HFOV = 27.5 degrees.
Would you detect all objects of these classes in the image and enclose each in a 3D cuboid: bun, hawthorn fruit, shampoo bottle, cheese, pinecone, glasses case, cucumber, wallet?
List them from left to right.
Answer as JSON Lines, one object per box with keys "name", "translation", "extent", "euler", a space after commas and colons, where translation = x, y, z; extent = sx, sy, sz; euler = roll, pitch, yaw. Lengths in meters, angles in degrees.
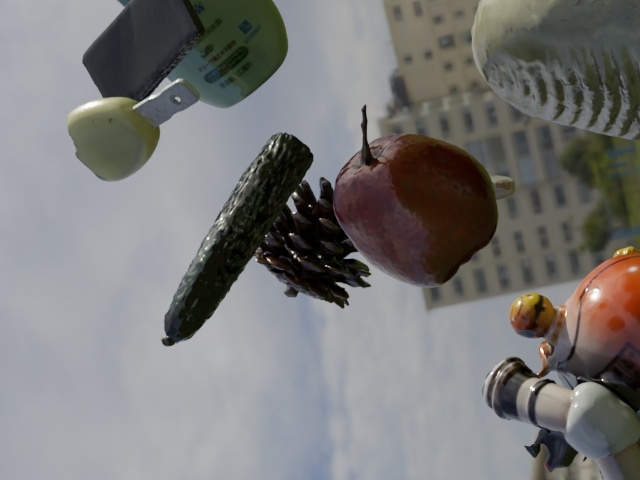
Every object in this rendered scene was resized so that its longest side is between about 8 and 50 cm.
{"name": "cheese", "translation": [-0.257, -0.166, 1.815], "extent": [0.127, 0.255, 0.050], "euler": [43, -133, -21]}
{"name": "wallet", "translation": [-0.262, -0.288, 1.921], "extent": [0.025, 0.244, 0.124], "euler": [-22, -103, -47]}
{"name": "shampoo bottle", "translation": [-0.223, -0.387, 2.136], "extent": [0.349, 0.222, 0.151], "euler": [43, -155, -27]}
{"name": "cucumber", "translation": [-0.103, 0.001, 1.539], "extent": [0.293, 0.067, 0.067], "euler": [-59, -32, -21]}
{"name": "pinecone", "translation": [0.000, 0.000, 1.960], "extent": [0.208, 0.208, 0.207], "euler": [-12, -90, -77]}
{"name": "hawthorn fruit", "translation": [0.079, -0.049, 1.338], "extent": [0.203, 0.162, 0.162], "euler": [38, -150, -21]}
{"name": "glasses case", "translation": [0.205, -0.073, 1.931], "extent": [0.063, 0.164, 0.041], "euler": [-66, -31, -76]}
{"name": "bun", "translation": [0.324, -0.232, 1.292], "extent": [0.326, 0.362, 0.234], "euler": [14, -105, -50]}

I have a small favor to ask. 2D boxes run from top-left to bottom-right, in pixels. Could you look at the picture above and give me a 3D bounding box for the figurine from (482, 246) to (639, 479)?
{"name": "figurine", "translation": [0.386, 0.148, 1.604], "extent": [0.323, 0.320, 0.196], "euler": [-50, -6, -28]}
